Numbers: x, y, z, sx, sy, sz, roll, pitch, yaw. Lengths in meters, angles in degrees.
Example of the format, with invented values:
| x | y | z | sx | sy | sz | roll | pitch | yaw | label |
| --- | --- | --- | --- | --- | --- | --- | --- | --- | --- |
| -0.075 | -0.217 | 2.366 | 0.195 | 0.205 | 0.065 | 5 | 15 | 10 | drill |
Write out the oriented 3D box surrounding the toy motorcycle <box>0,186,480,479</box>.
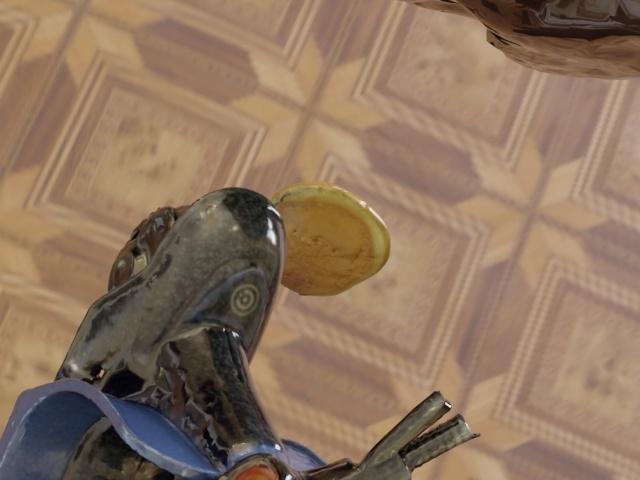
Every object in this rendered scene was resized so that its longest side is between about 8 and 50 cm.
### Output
| x | y | z | sx | sy | sz | roll | pitch | yaw | label |
| --- | --- | --- | --- | --- | --- | --- | --- | --- | --- |
| -0.076 | 0.154 | 0.738 | 0.125 | 0.212 | 0.358 | 19 | 95 | -35 | toy motorcycle |

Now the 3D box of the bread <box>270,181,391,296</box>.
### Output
| x | y | z | sx | sy | sz | roll | pitch | yaw | label |
| --- | --- | --- | --- | --- | --- | --- | --- | --- | --- |
| 0.000 | 0.000 | 1.396 | 0.110 | 0.110 | 0.024 | 22 | 41 | -6 | bread |

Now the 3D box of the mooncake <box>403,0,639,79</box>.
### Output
| x | y | z | sx | sy | sz | roll | pitch | yaw | label |
| --- | --- | --- | --- | --- | --- | --- | --- | --- | --- |
| 0.142 | -0.252 | 0.728 | 0.350 | 0.212 | 0.381 | 16 | 98 | 28 | mooncake |
